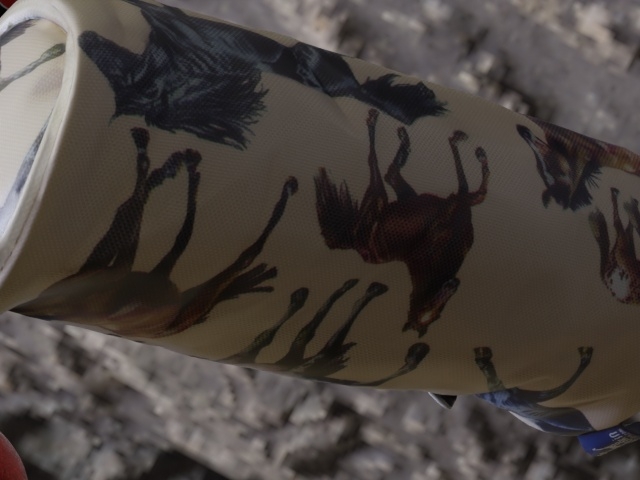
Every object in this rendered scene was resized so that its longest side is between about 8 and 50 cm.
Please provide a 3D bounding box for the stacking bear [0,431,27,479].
[{"bbox_3d":[-0.262,0.140,0.892,0.289,0.164,0.175,2,-126,-58],"label":"stacking bear"}]

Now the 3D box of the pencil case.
[{"bbox_3d":[0.000,0.000,0.903,0.410,0.183,0.160,13,-145,-31],"label":"pencil case"}]

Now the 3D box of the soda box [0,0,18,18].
[{"bbox_3d":[-0.201,-0.155,0.964,0.060,0.053,0.169,-14,-152,-34],"label":"soda box"}]
